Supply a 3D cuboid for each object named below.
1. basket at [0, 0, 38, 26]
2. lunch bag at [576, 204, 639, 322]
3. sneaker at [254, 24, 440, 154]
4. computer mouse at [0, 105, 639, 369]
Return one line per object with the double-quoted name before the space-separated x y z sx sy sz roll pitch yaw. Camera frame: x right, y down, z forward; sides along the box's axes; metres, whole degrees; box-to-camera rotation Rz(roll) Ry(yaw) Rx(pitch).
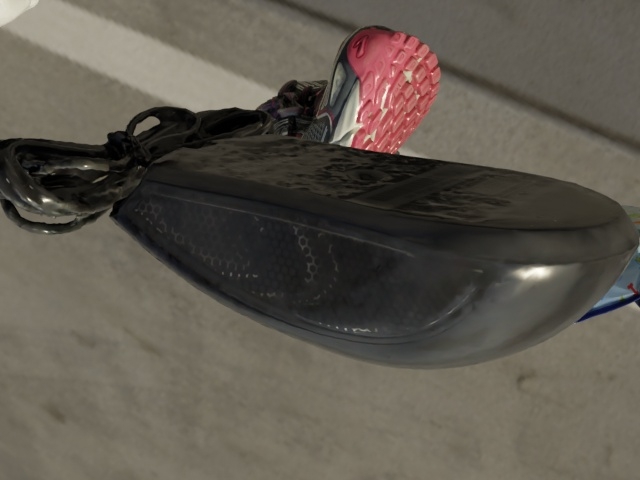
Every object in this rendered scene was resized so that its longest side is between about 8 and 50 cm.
"basket" -0.309 -0.315 0.835 0.328 0.266 0.331 -4 115 33
"lunch bag" 0.295 0.015 1.205 0.151 0.129 0.096 -21 103 5
"sneaker" 0.003 -0.086 0.932 0.112 0.121 0.299 40 161 2
"computer mouse" 0.000 0.000 0.510 0.272 0.188 0.072 14 108 34
